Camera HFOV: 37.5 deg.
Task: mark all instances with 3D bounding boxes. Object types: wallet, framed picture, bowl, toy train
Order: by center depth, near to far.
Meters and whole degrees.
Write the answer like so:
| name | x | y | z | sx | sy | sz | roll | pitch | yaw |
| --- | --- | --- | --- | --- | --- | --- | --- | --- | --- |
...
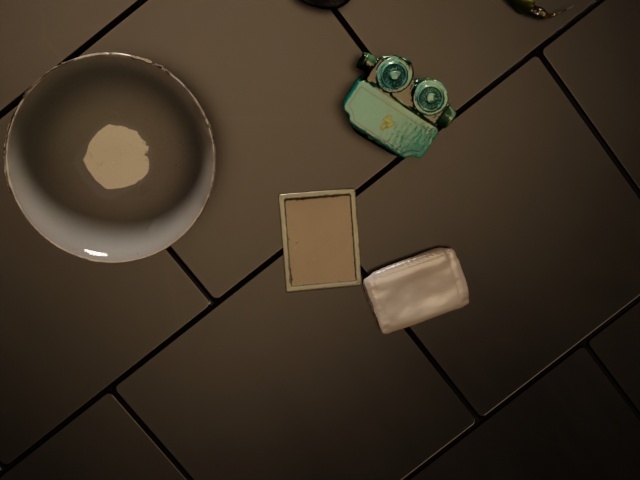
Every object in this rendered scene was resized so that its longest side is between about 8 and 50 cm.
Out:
| name | x | y | z | sx | sy | sz | roll | pitch | yaw |
| --- | --- | --- | --- | --- | --- | --- | --- | --- | --- |
| bowl | -0.346 | -0.142 | 1.602 | 0.345 | 0.157 | 0.346 | -1 | 98 | -4 |
| toy train | 0.133 | -0.239 | 1.657 | 0.198 | 0.107 | 0.154 | 32 | 102 | -9 |
| framed picture | 0.000 | 0.000 | 1.727 | 0.142 | 0.011 | 0.183 | -5 | 99 | -4 |
| wallet | 0.178 | 0.091 | 1.747 | 0.182 | 0.032 | 0.124 | -21 | 100 | -3 |

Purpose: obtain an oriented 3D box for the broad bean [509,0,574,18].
| name | x | y | z | sx | sy | sz | roll | pitch | yaw |
| --- | --- | --- | --- | --- | --- | --- | --- | --- | --- |
| broad bean | 0.331 | -0.528 | 1.653 | 0.098 | 0.056 | 0.318 | -32 | 105 | -6 |

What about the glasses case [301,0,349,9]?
| name | x | y | z | sx | sy | sz | roll | pitch | yaw |
| --- | --- | --- | --- | --- | --- | --- | --- | --- | --- |
| glasses case | 0.033 | -0.557 | 1.607 | 0.122 | 0.082 | 0.321 | 14 | 99 | -6 |
